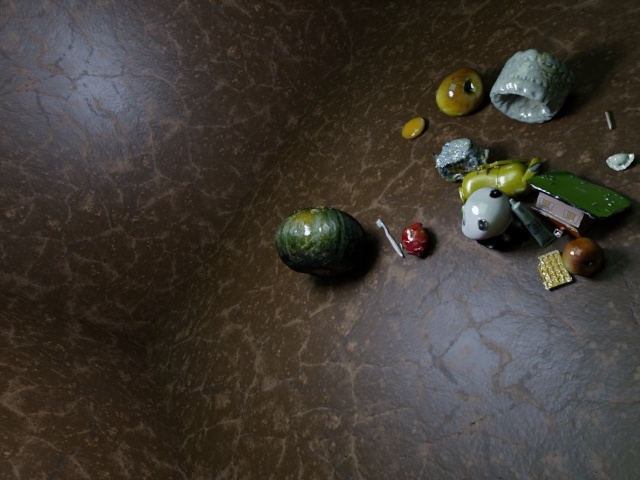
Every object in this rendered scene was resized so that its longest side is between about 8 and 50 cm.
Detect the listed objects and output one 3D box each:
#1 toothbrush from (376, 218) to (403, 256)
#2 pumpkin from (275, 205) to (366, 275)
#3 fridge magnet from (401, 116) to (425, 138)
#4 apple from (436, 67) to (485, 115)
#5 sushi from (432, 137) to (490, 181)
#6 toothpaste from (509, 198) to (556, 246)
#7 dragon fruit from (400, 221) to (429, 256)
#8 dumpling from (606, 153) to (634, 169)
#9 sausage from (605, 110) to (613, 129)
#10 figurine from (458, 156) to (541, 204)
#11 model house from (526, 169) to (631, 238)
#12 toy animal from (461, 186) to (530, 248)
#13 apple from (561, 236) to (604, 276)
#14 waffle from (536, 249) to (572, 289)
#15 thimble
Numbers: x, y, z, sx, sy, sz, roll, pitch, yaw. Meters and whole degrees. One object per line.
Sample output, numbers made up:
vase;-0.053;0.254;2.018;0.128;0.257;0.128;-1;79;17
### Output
toothbrush;0.340;-0.013;2.085;0.029;0.025;0.307;-49;36;21
pumpkin;0.000;0.000;2.113;0.455;0.455;0.343;-11;70;43
fridge magnet;0.515;-0.618;2.333;0.143;0.063;0.143;-27;44;29
apple;0.692;-0.734;2.106;0.236;0.237;0.207;-56;10;-2
sushi;0.626;-0.353;1.906;0.274;0.184;0.139;-8;55;47
toothpaste;0.755;-0.067;1.519;0.060;0.233;0.038;-45;13;8
dragon fruit;0.425;-0.012;1.905;0.136;0.133;0.165;-18;51;47
dumpling;1.062;-0.278;1.497;0.077;0.043;0.059;-1;78;29
sausage;1.102;-0.460;1.613;0.015;0.015;0.100;-18;50;39
figurine;0.741;-0.243;1.718;0.327;0.169;0.218;-3;18;38
model house;0.892;-0.114;1.503;0.207;0.153;0.294;-18;40;-24
toy animal;0.645;-0.085;1.619;0.213;0.267;0.212;-32;42;35
apple;0.859;0.053;1.392;0.126;0.126;0.102;-43;22;15
waffle;0.814;0.103;1.483;0.092;0.021;0.135;-31;43;28
thimble;0.885;-0.635;1.771;0.291;0.292;0.195;32;94;53
